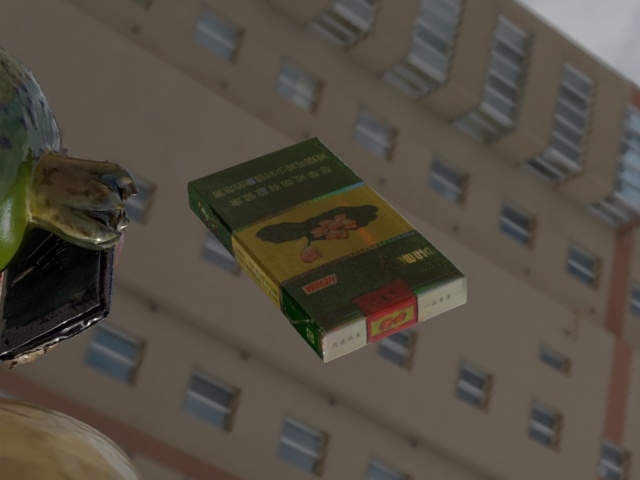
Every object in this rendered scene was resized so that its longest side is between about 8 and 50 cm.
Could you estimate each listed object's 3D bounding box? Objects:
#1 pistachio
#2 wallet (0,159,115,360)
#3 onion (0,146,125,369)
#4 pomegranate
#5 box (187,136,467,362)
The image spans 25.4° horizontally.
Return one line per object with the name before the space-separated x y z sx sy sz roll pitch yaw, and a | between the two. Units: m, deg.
pistachio | -0.312 0.250 1.383 0.214 0.318 0.193 -63 -178 -36
wallet | -0.211 0.017 1.147 0.111 0.030 0.166 -26 -139 21
onion | -0.450 -0.018 2.081 0.353 0.353 0.354 -43 -151 32
pomegranate | -0.263 -0.054 1.100 0.202 0.247 0.202 13 90 -85
box | 0.000 0.000 1.152 0.235 0.132 0.034 45 -32 44
